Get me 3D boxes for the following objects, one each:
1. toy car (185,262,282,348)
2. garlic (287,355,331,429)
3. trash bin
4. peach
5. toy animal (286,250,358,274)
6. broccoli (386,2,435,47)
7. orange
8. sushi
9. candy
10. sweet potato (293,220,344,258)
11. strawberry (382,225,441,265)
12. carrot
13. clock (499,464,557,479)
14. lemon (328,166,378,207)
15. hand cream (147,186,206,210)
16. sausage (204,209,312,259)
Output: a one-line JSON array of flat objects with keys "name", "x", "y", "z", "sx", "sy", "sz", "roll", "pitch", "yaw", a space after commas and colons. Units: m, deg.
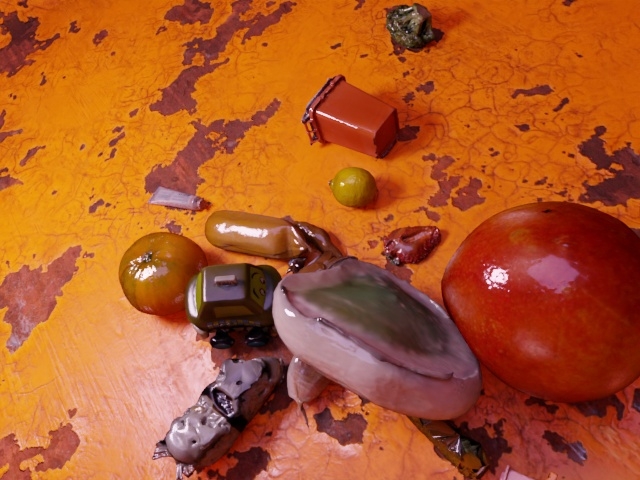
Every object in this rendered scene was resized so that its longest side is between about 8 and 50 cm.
[{"name": "toy car", "x": -0.200, "y": 0.132, "z": 1.289, "sx": 0.248, "sy": 0.198, "sz": 0.204, "roll": -4, "pitch": 61, "yaw": -1}, {"name": "garlic", "x": -0.011, "y": 0.298, "z": 1.214, "sx": 0.129, "sy": 0.090, "sz": 0.198, "roll": 36, "pitch": 70, "yaw": 19}, {"name": "trash bin", "x": 0.086, "y": -0.327, "z": 1.521, "sx": 0.239, "sy": 0.161, "sz": 0.184, "roll": 32, "pitch": 74, "yaw": 27}, {"name": "peach", "x": 0.421, "y": 0.103, "z": 1.027, "sx": 0.389, "sy": 0.388, "sz": 0.388, "roll": -8, "pitch": 58, "yaw": 13}, {"name": "toy animal", "x": 0.000, "y": 0.073, "z": 1.353, "sx": 0.188, "sy": 0.089, "sz": 0.179, "roll": -33, "pitch": 40, "yaw": 3}, {"name": "broccoli", "x": 0.283, "y": -0.660, "z": 1.682, "sx": 0.162, "sy": 0.138, "sz": 0.145, "roll": 42, "pitch": 63, "yaw": -6}, {"name": "orange", "x": -0.415, "y": 0.081, "z": 1.423, "sx": 0.240, "sy": 0.171, "sz": 0.240, "roll": -9, "pitch": 57, "yaw": 14}, {"name": "sushi", "x": -0.215, "y": 0.373, "z": 1.205, "sx": 0.124, "sy": 0.130, "sz": 0.332, "roll": 30, "pitch": 72, "yaw": 30}, {"name": "candy", "x": 0.116, "y": 0.203, "z": 1.090, "sx": 0.427, "sy": 0.386, "sz": 0.186, "roll": 30, "pitch": 112, "yaw": 27}, {"name": "sweet potato", "x": 0.000, "y": 0.000, "z": 1.413, "sx": 0.195, "sy": 0.056, "sz": 0.056, "roll": 38, "pitch": 76, "yaw": 26}, {"name": "strawberry", "x": 0.222, "y": 0.003, "z": 1.339, "sx": 0.152, "sy": 0.048, "sz": 0.103, "roll": -29, "pitch": 59, "yaw": 3}, {"name": "carrot", "x": 0.239, "y": 0.378, "z": 1.098, "sx": 0.069, "sy": 0.069, "sz": 0.229, "roll": -43, "pitch": 55, "yaw": -10}, {"name": "clock", "x": 0.418, "y": 0.512, "z": 0.927, "sx": 0.255, "sy": 0.106, "sz": 0.219, "roll": 15, "pitch": 66, "yaw": 26}, {"name": "lemon", "x": 0.086, "y": -0.140, "z": 1.434, "sx": 0.133, "sy": 0.109, "sz": 0.109, "roll": 8, "pitch": 62, "yaw": 6}, {"name": "hand cream", "x": -0.430, "y": -0.122, "z": 1.636, "sx": 0.210, "sy": 0.043, "sz": 0.067, "roll": 13, "pitch": 62, "yaw": 30}, {"name": "sausage", "x": -0.155, "y": -0.012, "z": 1.433, "sx": 0.328, "sy": 0.112, "sz": 0.112, "roll": 10, "pitch": 63, "yaw": 26}]
